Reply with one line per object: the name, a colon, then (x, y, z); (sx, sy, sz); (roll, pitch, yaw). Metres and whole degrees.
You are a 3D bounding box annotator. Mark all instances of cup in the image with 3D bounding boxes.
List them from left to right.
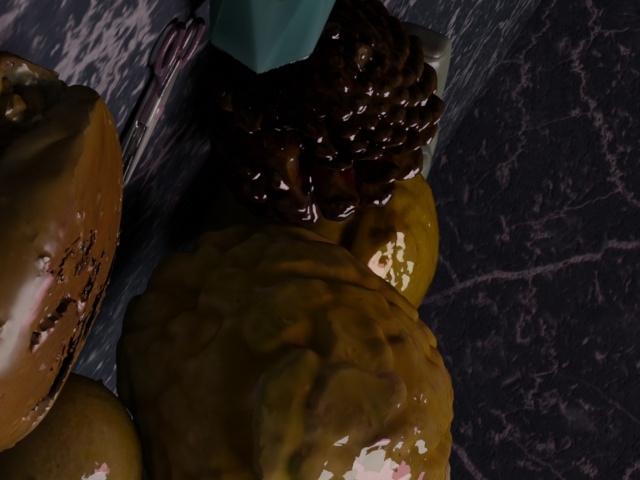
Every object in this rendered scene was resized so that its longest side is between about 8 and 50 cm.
cup: (-0.032, -0.253, 1.513); (0.236, 0.148, 0.134); (106, -7, -66)

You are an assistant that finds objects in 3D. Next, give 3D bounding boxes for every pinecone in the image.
pinecone: (-0.006, -0.122, 1.788); (0.246, 0.246, 0.292); (-53, -179, -26)

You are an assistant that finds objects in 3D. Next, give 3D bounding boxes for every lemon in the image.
lemon: (0.000, -0.001, 2.040); (0.297, 0.297, 0.297); (-55, 171, -13)

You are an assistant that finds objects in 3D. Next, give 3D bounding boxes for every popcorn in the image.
popcorn: (-0.025, 0.171, 1.748); (0.344, 0.390, 0.354); (-6, 178, -24)

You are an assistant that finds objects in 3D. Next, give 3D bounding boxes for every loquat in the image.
loquat: (-0.273, 0.216, 1.634); (0.213, 0.213, 0.213); (-55, 171, -13)

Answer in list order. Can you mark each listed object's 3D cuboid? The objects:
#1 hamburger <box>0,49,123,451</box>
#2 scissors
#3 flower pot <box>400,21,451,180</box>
hamburger: (-0.243, 0.013, 1.215); (0.304, 0.174, 0.284); (111, 2, -80)
scissors: (-0.156, -0.130, 1.614); (0.176, 0.022, 0.085); (-63, 171, 20)
flower pot: (0.076, -0.114, 2.464); (0.254, 0.164, 0.368); (-63, 174, -47)
